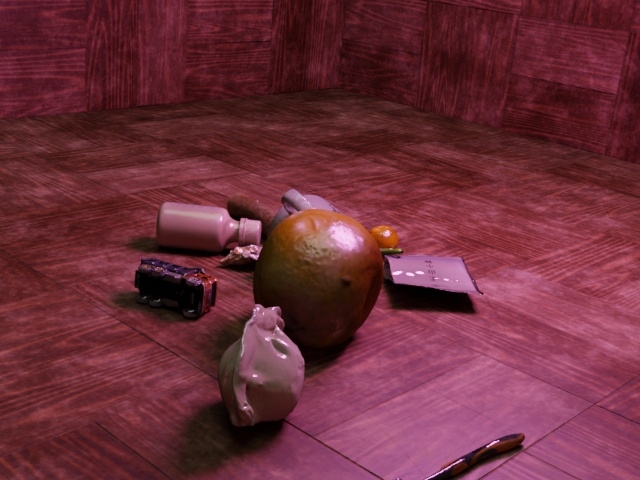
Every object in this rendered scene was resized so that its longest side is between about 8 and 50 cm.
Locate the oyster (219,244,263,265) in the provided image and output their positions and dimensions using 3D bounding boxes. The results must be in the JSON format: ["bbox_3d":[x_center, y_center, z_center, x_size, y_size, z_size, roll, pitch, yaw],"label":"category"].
[{"bbox_3d":[-0.152,0.042,2.159,0.121,0.045,0.146,15,14,34],"label":"oyster"}]

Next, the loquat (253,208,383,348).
[{"bbox_3d":[-0.013,0.077,1.797,0.276,0.276,0.284,13,41,20],"label":"loquat"}]

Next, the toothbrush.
[{"bbox_3d":[0.216,0.353,1.415,0.321,0.023,0.031,-9,27,-35],"label":"toothbrush"}]

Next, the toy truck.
[{"bbox_3d":[-0.310,0.097,1.907,0.192,0.083,0.092,14,16,24],"label":"toy truck"}]

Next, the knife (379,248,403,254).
[{"bbox_3d":[0.139,0.028,2.219,0.054,0.015,0.212,-2,0,-26],"label":"knife"}]

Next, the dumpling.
[{"bbox_3d":[-0.100,0.203,1.497,0.147,0.193,0.258,5,22,12],"label":"dumpling"}]

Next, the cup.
[{"bbox_3d":[0.000,0.000,2.033,0.186,0.258,0.234,-40,42,-12],"label":"cup"}]

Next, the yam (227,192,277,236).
[{"bbox_3d":[-0.148,-0.052,2.389,0.081,0.081,0.356,-8,22,-33],"label":"yam"}]

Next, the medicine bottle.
[{"bbox_3d":[-0.274,-0.029,2.223,0.252,0.114,0.114,5,19,1],"label":"medicine bottle"}]

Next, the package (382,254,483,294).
[{"bbox_3d":[0.258,0.085,2.119,0.203,0.062,0.251,4,16,-6],"label":"package"}]

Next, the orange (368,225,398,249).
[{"bbox_3d":[0.161,0.000,2.330,0.083,0.070,0.083,-7,21,3],"label":"orange"}]
